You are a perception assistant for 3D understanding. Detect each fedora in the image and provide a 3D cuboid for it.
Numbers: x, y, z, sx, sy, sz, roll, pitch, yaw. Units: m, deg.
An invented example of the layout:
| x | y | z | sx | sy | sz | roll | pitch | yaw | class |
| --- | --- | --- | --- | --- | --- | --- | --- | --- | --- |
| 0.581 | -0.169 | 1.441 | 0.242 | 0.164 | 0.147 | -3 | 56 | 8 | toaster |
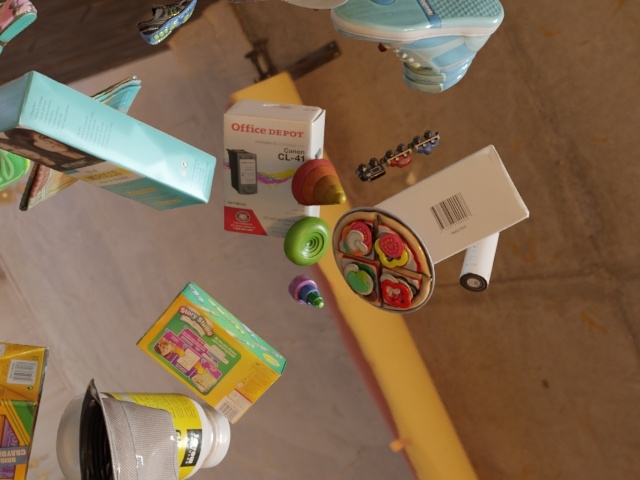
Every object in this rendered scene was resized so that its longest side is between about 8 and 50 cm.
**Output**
| x | y | z | sx | sy | sz | roll | pitch | yaw | class |
| --- | --- | --- | --- | --- | --- | --- | --- | --- | --- |
| -0.301 | 0.342 | 1.210 | 0.243 | 0.124 | 0.275 | 60 | -38 | 38 | fedora |

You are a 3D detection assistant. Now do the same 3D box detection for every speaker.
| x | y | z | sx | sy | sz | roll | pitch | yaw | class |
| --- | --- | --- | --- | --- | --- | --- | --- | --- | --- |
| 0.305 | 0.030 | 1.456 | 0.055 | 0.136 | 0.055 | 13 | -40 | 11 | speaker |

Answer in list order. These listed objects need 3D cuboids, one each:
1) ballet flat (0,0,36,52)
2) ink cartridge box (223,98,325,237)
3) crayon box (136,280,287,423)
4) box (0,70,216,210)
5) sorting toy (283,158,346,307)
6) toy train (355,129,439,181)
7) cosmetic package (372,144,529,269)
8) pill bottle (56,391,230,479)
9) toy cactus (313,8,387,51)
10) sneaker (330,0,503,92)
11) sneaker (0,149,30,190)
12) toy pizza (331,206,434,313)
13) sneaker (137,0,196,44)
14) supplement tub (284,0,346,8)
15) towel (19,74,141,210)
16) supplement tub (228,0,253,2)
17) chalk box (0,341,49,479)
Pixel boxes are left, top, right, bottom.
| x | y | z | sx | sy | sz | roll | pitch | yaw | class |
| --- | --- | --- | --- | --- | --- | --- | --- | --- | --- |
| -0.709 | -0.444 | 1.632 | 0.079 | 0.221 | 0.077 | 48 | 6 | 5 | ballet flat |
| -0.115 | -0.169 | 1.842 | 0.226 | 0.131 | 0.306 | 7 | -62 | 9 | ink cartridge box |
| -0.233 | 0.241 | 1.634 | 0.278 | 0.081 | 0.165 | 41 | -74 | -5 | crayon box |
| -0.243 | -0.102 | 0.852 | 0.101 | 0.244 | 0.060 | -5 | -110 | 42 | box |
| 0.000 | 0.000 | 1.769 | 0.126 | 0.127 | 0.365 | 36 | -55 | 49 | sorting toy |
| 0.132 | -0.138 | 1.254 | 0.036 | 0.158 | 0.027 | 60 | -11 | 11 | toy train |
| 0.231 | -0.056 | 1.338 | 0.138 | 0.224 | 0.225 | 63 | 12 | 3 | cosmetic package |
| -0.357 | 0.412 | 1.585 | 0.188 | 0.334 | 0.187 | -9 | -105 | 39 | pill bottle |
| 0.078 | -0.478 | 1.441 | 0.219 | 0.180 | 0.112 | 31 | -15 | -32 | toy cactus |
| 0.156 | -0.347 | 1.376 | 0.208 | 0.319 | 0.127 | 111 | -30 | -54 | sneaker |
| -0.538 | -0.076 | 1.116 | 0.296 | 0.123 | 0.109 | -26 | -56 | 28 | sneaker |
| 0.096 | 0.039 | 1.258 | 0.201 | 0.032 | 0.201 | 22 | -50 | 29 | toy pizza |
| -0.377 | -0.564 | 1.879 | 0.078 | 0.188 | 0.067 | 46 | -24 | -4 | sneaker |
| 0.014 | -0.506 | 1.021 | 0.235 | 0.324 | 0.235 | 22 | -13 | 5 | supplement tub |
| -0.566 | -0.236 | 1.817 | 0.040 | 0.370 | 0.271 | 31 | -60 | 1 | towel |
| -0.111 | -0.685 | 1.841 | 0.316 | 0.193 | 0.193 | 8 | -57 | 35 | supplement tub |
| -0.599 | 0.342 | 1.338 | 0.180 | 0.179 | 0.288 | -117 | -139 | -62 | chalk box |
